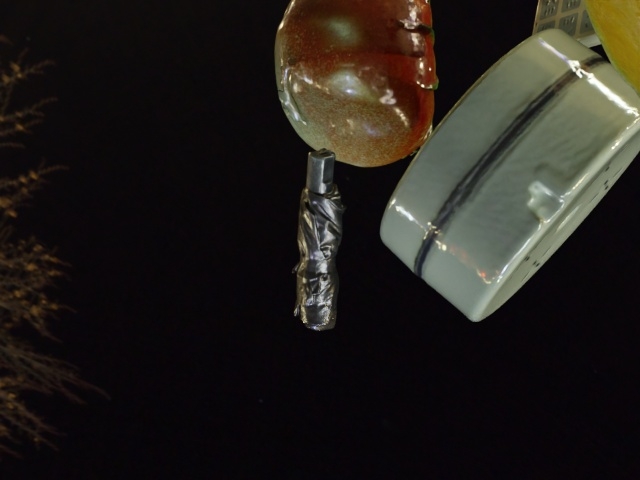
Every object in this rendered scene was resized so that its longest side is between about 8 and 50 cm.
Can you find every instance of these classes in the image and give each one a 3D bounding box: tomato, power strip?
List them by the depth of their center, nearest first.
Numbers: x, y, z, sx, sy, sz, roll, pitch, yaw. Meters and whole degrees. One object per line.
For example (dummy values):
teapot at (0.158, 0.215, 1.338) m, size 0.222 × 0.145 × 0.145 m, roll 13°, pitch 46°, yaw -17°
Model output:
power strip at (0.239, -0.073, 0.989) m, size 0.161 × 0.357 × 0.357 m, roll 42°, pitch -91°, yaw 17°
power strip at (0.335, -0.280, 1.009) m, size 0.192 × 0.035 × 0.081 m, roll -1°, pitch -106°, yaw 62°
tomato at (0.054, -0.269, 1.238) m, size 0.239 × 0.303 × 0.303 m, roll -1°, pitch -120°, yaw 5°

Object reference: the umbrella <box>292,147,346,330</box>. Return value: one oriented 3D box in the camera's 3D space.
umbrella at (0.000, 0.000, 1.018) m, size 0.066 × 0.059 × 0.235 m, roll 24°, pitch -60°, yaw 37°

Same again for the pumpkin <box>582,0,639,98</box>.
pumpkin at (0.382, -0.191, 0.625) m, size 0.199 × 0.332 × 0.332 m, roll -39°, pitch -130°, yaw 1°
